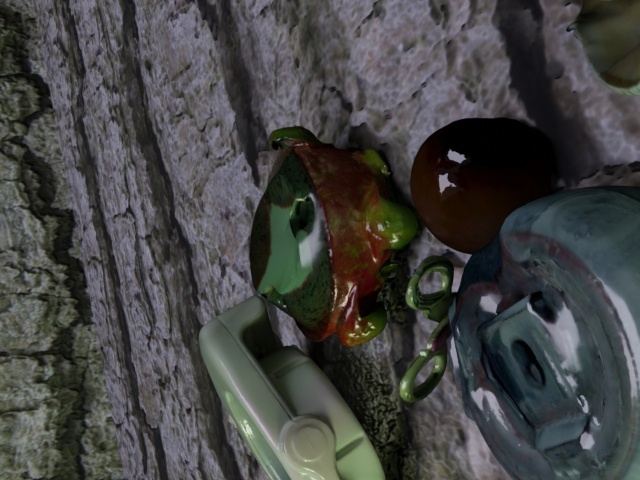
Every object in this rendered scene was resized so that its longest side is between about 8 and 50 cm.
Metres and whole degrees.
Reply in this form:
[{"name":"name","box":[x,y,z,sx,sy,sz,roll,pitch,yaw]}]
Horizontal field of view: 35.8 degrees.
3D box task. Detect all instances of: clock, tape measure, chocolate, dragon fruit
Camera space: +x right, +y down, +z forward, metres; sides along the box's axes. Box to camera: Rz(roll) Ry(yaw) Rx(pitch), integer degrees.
[{"name":"clock","box":[-0.024,0.247,1.248,0.324,0.108,0.265,49,161,30]},{"name":"tape measure","box":[0.217,0.095,0.770,0.256,0.147,0.275,-50,55,55]},{"name":"chocolate","box":[0.148,-0.043,0.929,0.124,0.127,0.133,-72,-15,-57]},{"name":"dragon fruit","box":[0.000,0.000,1.197,0.295,0.130,0.268,151,113,-62]}]

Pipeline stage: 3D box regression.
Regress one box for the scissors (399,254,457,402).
[{"name":"scissors","box":[0.131,0.060,0.892,0.020,0.187,0.133,20,116,36]}]

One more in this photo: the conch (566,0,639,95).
[{"name":"conch","box":[0.255,-0.175,0.627,0.386,0.170,0.203,34,-110,-82]}]
